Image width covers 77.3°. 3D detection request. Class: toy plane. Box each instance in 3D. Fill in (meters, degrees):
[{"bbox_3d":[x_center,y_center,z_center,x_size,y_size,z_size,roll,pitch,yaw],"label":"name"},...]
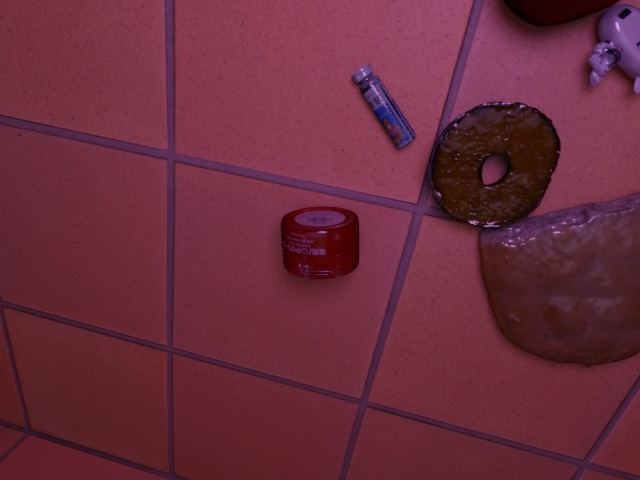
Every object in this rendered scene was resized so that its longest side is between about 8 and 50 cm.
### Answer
[{"bbox_3d":[0.575,-0.355,0.740,0.174,0.080,0.173,0,102,-2],"label":"toy plane"}]

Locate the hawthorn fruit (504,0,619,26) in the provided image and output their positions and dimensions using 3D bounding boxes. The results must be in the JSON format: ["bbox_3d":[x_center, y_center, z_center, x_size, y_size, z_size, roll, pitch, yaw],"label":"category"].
[{"bbox_3d":[0.438,-0.466,0.655,0.267,0.230,0.210,4,79,-12],"label":"hawthorn fruit"}]

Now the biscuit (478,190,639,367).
[{"bbox_3d":[0.607,0.109,0.925,0.430,0.104,0.445,-7,111,15],"label":"biscuit"}]

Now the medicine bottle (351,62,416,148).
[{"bbox_3d":[0.141,-0.293,0.880,0.051,0.051,0.191,-31,103,23],"label":"medicine bottle"}]

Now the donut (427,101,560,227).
[{"bbox_3d":[0.365,-0.165,0.863,0.273,0.107,0.271,7,119,13],"label":"donut"}]

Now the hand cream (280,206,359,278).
[{"bbox_3d":[0.000,0.000,0.964,0.193,0.193,0.125,1,111,12],"label":"hand cream"}]
